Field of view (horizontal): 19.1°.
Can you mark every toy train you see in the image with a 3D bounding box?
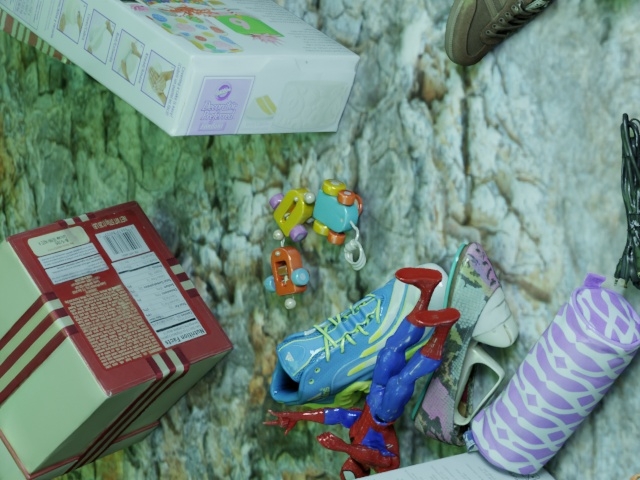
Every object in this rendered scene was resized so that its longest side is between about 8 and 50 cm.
[{"bbox_3d":[0.000,0.000,2.043,0.166,0.046,0.125,-20,81,48],"label":"toy train"}]

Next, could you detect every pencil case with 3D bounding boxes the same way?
[{"bbox_3d":[0.223,0.133,1.804,0.206,0.086,0.088,-54,30,33],"label":"pencil case"}]

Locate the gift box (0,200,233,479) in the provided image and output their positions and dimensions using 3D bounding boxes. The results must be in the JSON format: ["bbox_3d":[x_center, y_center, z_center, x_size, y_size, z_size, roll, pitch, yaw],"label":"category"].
[{"bbox_3d":[-0.297,0.112,2.214,0.258,0.255,0.276,-45,69,36],"label":"gift box"}]

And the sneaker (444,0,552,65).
[{"bbox_3d":[0.183,-0.235,1.815,0.071,0.066,0.188,46,125,31],"label":"sneaker"}]

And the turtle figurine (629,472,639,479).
[{"bbox_3d":[0.370,0.330,1.668,0.217,0.087,0.269,-15,75,38],"label":"turtle figurine"}]

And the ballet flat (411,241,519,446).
[{"bbox_3d":[0.151,0.108,1.887,0.079,0.077,0.221,24,117,21],"label":"ballet flat"}]

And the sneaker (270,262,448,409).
[{"bbox_3d":[0.035,0.110,1.958,0.240,0.126,0.091,-48,61,38],"label":"sneaker"}]

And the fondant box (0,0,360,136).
[{"bbox_3d":[-0.156,-0.225,2.038,0.330,0.238,0.096,36,118,38],"label":"fondant box"}]

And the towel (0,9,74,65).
[{"bbox_3d":[-0.353,-0.318,2.384,0.197,0.029,0.144,30,114,37],"label":"towel"}]

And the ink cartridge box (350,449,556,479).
[{"bbox_3d":[0.103,0.286,1.732,0.176,0.371,0.069,45,123,34],"label":"ink cartridge box"}]

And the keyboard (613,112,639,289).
[{"bbox_3d":[0.347,-0.049,1.692,0.201,0.033,0.317,-3,91,39],"label":"keyboard"}]

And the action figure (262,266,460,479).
[{"bbox_3d":[0.034,0.153,1.894,0.091,0.139,0.280,-110,25,-43],"label":"action figure"}]
